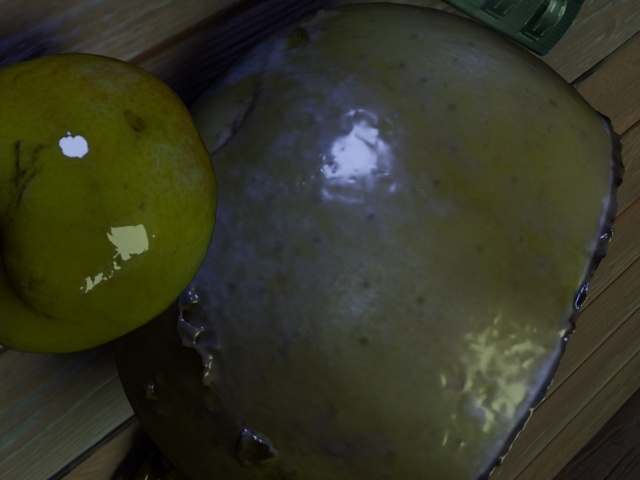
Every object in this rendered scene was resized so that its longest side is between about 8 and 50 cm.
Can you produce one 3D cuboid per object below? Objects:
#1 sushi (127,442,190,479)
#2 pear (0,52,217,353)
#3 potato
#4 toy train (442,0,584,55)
[{"bbox_3d":[-0.065,0.207,1.762,0.200,0.213,0.204,48,60,-46],"label":"sushi"},{"bbox_3d":[-0.160,-0.026,1.173,0.200,0.200,0.200,-47,158,-26],"label":"pear"},{"bbox_3d":[0.000,0.000,1.469,0.442,0.319,0.385,-61,-158,-14],"label":"potato"},{"bbox_3d":[0.161,-0.253,1.723,0.086,0.089,0.409,-55,161,10],"label":"toy train"}]
